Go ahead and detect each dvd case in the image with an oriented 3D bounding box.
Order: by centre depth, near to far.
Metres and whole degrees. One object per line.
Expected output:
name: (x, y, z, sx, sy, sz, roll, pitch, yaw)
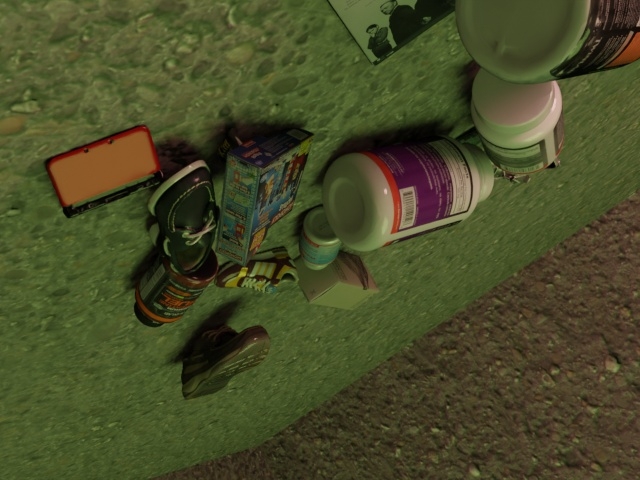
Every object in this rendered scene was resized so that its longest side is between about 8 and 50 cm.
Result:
dvd case: (0.108, -0.334, 1.081, 0.179, 0.030, 0.238, -33, 160, 10)

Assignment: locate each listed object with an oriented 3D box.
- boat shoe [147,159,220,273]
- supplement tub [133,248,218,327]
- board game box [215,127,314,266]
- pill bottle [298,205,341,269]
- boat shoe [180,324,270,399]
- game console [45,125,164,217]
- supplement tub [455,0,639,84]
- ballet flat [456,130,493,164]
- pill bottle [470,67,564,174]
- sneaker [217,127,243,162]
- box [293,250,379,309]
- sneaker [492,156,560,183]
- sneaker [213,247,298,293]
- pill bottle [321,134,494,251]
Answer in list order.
boat shoe: (-0.201, -0.029, 1.265, 0.114, 0.091, 0.302, -34, 172, -17)
supplement tub: (-0.271, 0.082, 1.487, 0.106, 0.106, 0.198, -11, 154, -43)
board game box: (-0.096, -0.068, 1.277, 0.194, 0.060, 0.194, -42, 155, -58)
pill bottle: (0.000, 0.000, 1.695, 0.087, 0.087, 0.160, -23, 160, -18)
boat shoe: (-0.252, 0.274, 1.978, 0.132, 0.130, 0.355, -5, 156, -43)
game console: (-0.300, -0.095, 1.133, 0.144, 0.085, 0.124, -23, -169, -16)
supplement tub: (0.359, -0.335, 1.141, 0.338, 0.207, 0.207, -19, 159, -45)
ballet flat: (0.366, -0.205, 1.706, 0.221, 0.079, 0.077, -27, 154, -5)
pill bottle: (0.364, -0.232, 1.505, 0.161, 0.161, 0.283, -32, 161, 9)
sneaker: (-0.137, -0.138, 1.228, 0.035, 0.031, 0.083, -24, 161, -13)
box: (0.038, 0.092, 1.952, 0.094, 0.113, 0.275, -35, 162, 15)
sneaker: (0.420, -0.173, 1.808, 0.281, 0.115, 0.105, -22, 160, -22)
sneaker: (-0.130, 0.076, 1.707, 0.185, 0.084, 0.069, -19, 159, -29)
pill bottle: (0.173, -0.098, 1.546, 0.322, 0.182, 0.181, -16, 157, -35)
